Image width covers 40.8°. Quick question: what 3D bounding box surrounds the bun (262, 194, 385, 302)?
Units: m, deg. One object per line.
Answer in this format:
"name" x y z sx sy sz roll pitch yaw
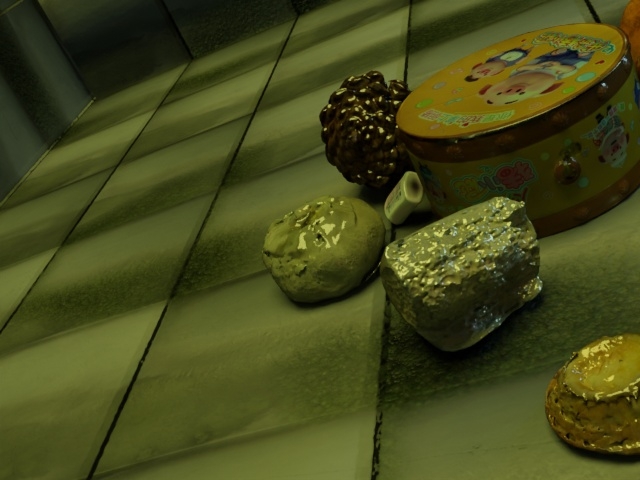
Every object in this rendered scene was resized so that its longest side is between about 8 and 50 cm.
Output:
"bun" 0.000 0.000 1.563 0.239 0.141 0.239 -22 29 13

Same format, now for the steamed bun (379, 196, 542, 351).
"steamed bun" 0.215 0.052 1.236 0.226 0.200 0.170 -29 65 -9

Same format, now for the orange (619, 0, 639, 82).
"orange" 0.658 -0.359 1.514 0.261 0.261 0.261 -21 26 11

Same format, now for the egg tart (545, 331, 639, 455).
"egg tart" 0.350 0.171 1.007 0.191 0.074 0.191 -23 26 13

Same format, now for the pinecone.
"pinecone" 0.115 -0.226 1.772 0.244 0.243 0.257 -23 13 9

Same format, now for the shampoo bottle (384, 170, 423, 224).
"shampoo bottle" 0.155 -0.075 1.625 0.099 0.043 0.072 124 156 -52

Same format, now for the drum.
"drum" 0.359 -0.198 1.517 0.431 0.214 0.431 -22 25 11
